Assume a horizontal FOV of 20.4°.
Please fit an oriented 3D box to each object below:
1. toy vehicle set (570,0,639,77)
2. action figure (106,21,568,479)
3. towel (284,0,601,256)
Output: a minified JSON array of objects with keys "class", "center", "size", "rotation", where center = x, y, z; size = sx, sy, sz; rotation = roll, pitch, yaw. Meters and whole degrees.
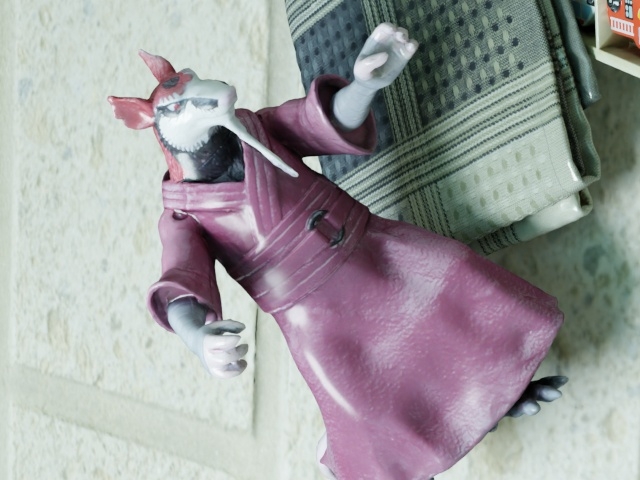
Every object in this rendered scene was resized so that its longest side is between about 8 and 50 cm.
[{"class":"toy vehicle set","center":[0.205,-0.189,1.121],"size":[0.267,0.035,0.166],"rotation":[-135,37,-68]},{"class":"action figure","center":[0.000,0.000,1.264],"size":[0.370,0.248,0.276],"rotation":[46,174,-7]},{"class":"towel","center":[0.084,-0.137,1.327],"size":[0.324,0.056,0.312],"rotation":[-29,71,57]}]
